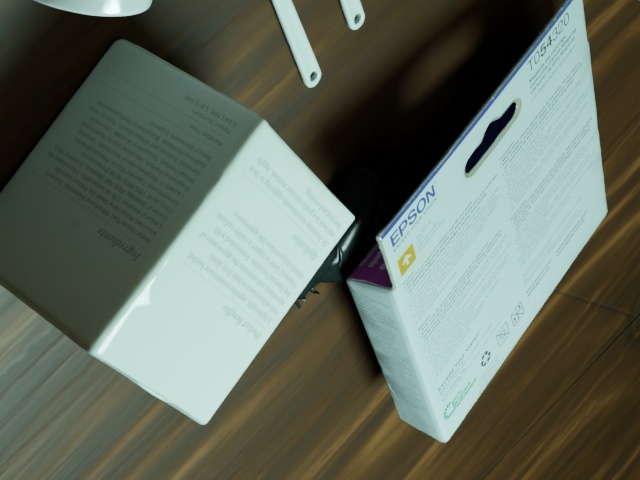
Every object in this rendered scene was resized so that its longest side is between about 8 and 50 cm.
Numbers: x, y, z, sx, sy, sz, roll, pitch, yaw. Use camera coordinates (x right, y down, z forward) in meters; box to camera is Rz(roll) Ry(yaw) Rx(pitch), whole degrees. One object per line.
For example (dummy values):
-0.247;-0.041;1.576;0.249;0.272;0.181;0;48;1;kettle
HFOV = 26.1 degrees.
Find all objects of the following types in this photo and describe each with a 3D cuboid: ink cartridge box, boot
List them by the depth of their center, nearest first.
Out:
0.000;-0.001;1.165;0.099;0.045;0.121;-17;136;-48;boot
0.153;-0.025;1.287;0.324;0.071;0.330;-50;144;-24;ink cartridge box

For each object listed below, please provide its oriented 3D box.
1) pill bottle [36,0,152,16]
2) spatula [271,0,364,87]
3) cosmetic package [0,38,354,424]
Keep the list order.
-0.121;-0.229;0.777;0.112;0.112;0.186;-15;127;-45;pill bottle
0.007;-0.234;1.014;0.168;0.019;0.242;-47;144;-16;spatula
-0.107;-0.004;0.935;0.183;0.151;0.151;-53;145;-7;cosmetic package
